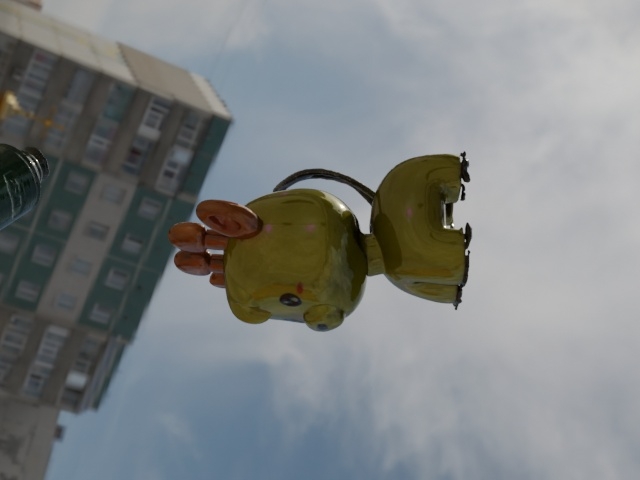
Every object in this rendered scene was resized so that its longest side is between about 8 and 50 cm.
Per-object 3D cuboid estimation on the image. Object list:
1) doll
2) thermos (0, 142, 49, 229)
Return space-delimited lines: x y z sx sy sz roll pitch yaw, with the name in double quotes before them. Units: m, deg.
"doll" 0.000 0.000 0.810 0.143 0.221 0.135 88 -1 -68
"thermos" -0.313 -0.030 0.979 0.083 0.073 0.187 -31 -171 36
